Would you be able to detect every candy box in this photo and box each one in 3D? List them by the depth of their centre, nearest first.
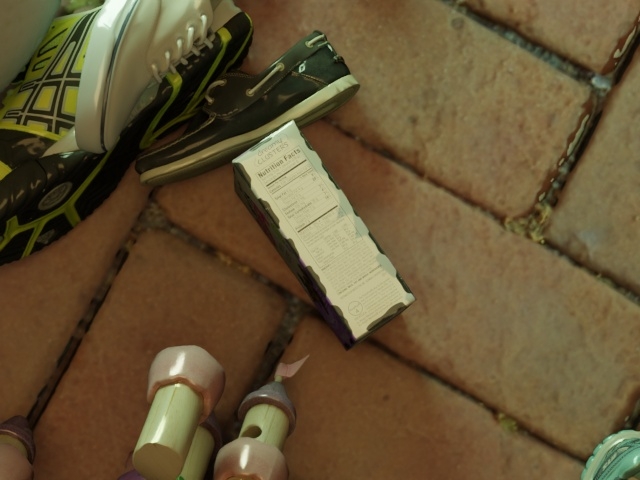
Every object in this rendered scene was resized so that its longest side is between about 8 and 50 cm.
[{"bbox_3d":[0.000,0.000,1.459,0.070,0.165,0.196,-34,85,-6],"label":"candy box"}]

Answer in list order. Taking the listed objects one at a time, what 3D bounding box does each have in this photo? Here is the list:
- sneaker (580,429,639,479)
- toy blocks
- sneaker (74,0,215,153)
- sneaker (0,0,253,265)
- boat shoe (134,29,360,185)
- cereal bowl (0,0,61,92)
[{"bbox_3d":[0.259,0.311,1.451,0.110,0.122,0.283,15,84,1],"label":"sneaker"},{"bbox_3d":[-0.136,0.246,1.429,0.288,0.260,0.309,-27,113,22],"label":"toy blocks"},{"bbox_3d":[-0.142,-0.190,1.398,0.091,0.094,0.258,18,73,6],"label":"sneaker"},{"bbox_3d":[-0.245,-0.119,1.496,0.385,0.145,0.147,-41,78,-15],"label":"sneaker"},{"bbox_3d":[-0.080,-0.123,1.514,0.233,0.084,0.079,-29,86,-10],"label":"boat shoe"},{"bbox_3d":[-0.357,-0.216,1.444,0.339,0.141,0.339,-20,50,25],"label":"cereal bowl"}]
